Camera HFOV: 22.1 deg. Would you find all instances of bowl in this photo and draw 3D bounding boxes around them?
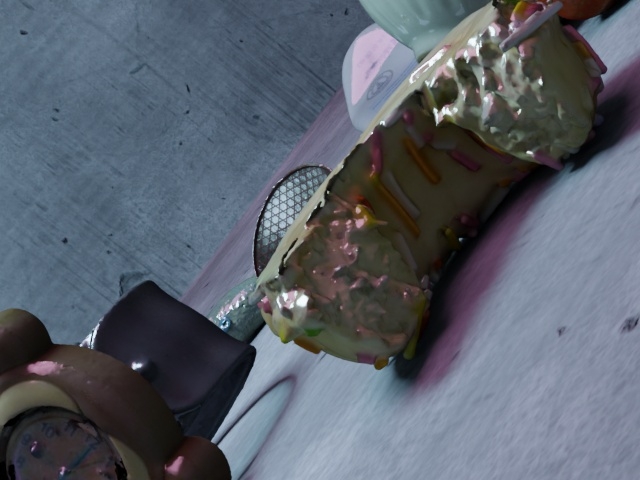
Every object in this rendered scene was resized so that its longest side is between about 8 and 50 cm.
[{"bbox_3d":[0.181,-0.288,1.911,0.337,0.337,0.158,151,116,-72],"label":"bowl"}]

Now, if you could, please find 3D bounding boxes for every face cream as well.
[{"bbox_3d":[0.138,-0.243,2.478,0.235,0.137,0.420,-49,19,2],"label":"face cream"}]

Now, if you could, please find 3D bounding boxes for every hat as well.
[{"bbox_3d":[0.000,0.000,2.158,0.193,0.082,0.193,-21,61,44],"label":"hat"}]

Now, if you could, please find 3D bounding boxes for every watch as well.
[{"bbox_3d":[-0.233,0.223,1.843,0.335,0.314,0.327,-60,-9,20],"label":"watch"}]

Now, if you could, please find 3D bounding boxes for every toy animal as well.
[{"bbox_3d":[-0.076,0.077,2.327,0.253,0.070,0.079,-36,47,18],"label":"toy animal"}]

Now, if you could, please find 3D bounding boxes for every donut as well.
[{"bbox_3d":[0.098,-0.049,1.456,0.371,0.150,0.307,-50,7,6],"label":"donut"}]

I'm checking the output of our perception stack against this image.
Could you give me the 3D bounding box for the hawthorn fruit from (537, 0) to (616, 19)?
[{"bbox_3d":[0.272,-0.297,1.738,0.163,0.162,0.203,-57,-9,-40],"label":"hawthorn fruit"}]
